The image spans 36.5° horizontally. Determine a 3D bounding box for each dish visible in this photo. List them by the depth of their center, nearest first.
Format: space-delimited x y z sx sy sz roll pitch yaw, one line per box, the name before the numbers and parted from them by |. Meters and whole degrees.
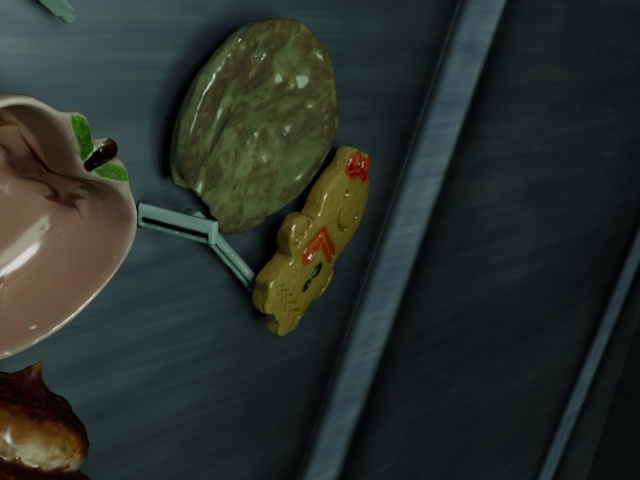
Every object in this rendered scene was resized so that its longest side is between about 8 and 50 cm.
dish | -0.248 -0.021 0.731 0.213 0.090 0.213 -31 135 -36

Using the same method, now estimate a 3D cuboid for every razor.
razor | -0.102 0.010 0.982 0.036 0.084 0.211 -70 157 -12

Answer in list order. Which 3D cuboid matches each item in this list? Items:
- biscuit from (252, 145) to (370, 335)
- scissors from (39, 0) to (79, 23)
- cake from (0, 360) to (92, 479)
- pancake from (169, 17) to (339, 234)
biscuit | 0.000 0.000 1.102 0.225 0.036 0.166 -57 155 -20
scissors | -0.266 -0.262 0.596 0.256 0.029 0.383 -49 142 -21
cake | -0.301 0.214 0.718 0.199 0.196 0.293 32 87 -55
pancake | -0.062 -0.110 0.963 0.236 0.042 0.222 17 100 -58
